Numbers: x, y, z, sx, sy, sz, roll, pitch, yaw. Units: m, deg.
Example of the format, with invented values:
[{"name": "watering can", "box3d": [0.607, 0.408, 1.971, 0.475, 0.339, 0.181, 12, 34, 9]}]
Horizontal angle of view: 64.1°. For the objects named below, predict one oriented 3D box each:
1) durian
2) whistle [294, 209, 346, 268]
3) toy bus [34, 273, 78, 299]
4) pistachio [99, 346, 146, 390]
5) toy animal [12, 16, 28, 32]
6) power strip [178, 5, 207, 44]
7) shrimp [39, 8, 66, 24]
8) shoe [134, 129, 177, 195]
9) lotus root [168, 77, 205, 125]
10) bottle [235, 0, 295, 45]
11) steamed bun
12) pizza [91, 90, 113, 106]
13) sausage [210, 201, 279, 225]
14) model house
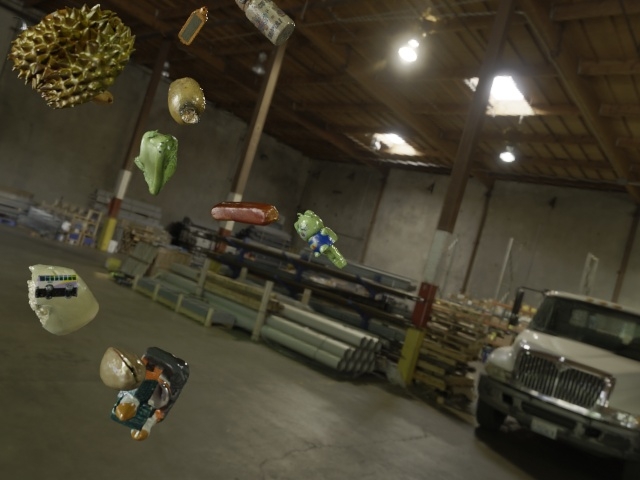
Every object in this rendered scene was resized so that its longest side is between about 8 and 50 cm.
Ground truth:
[{"name": "durian", "box3d": [-0.503, -0.360, 1.043, 0.186, 0.260, 0.154, 53, 16, 11]}, {"name": "whistle", "box3d": [0.000, 0.000, 1.641, 0.227, 0.085, 0.105, 50, -40, 2]}, {"name": "toy bus", "box3d": [-0.707, 0.121, 1.370, 0.102, 0.052, 0.058, 1, 49, -30]}, {"name": "pistachio", "box3d": [-0.528, 0.347, 1.376, 0.108, 0.126, 0.185, -24, 20, -39]}, {"name": "toy animal", "box3d": [-0.906, -0.650, 1.572, 0.050, 0.028, 0.084, 37, -12, 29]}, {"name": "power strip", "box3d": [-0.430, -0.737, 1.747, 0.049, 0.028, 0.178, 42, -42, -17]}, {"name": "shrimp", "box3d": [-0.569, -0.446, 1.175, 0.166, 0.161, 0.049, 13, -3, -6]}, {"name": "shoe", "box3d": [-0.557, -0.277, 1.762, 0.128, 0.140, 0.262, 38, -39, 2]}, {"name": "lotus root", "box3d": [-0.443, -0.453, 1.695, 0.118, 0.221, 0.125, 1, -39, -25]}, {"name": "bottle", "box3d": [-0.191, -0.748, 1.681, 0.209, 0.097, 0.110, 43, 21, 0]}, {"name": "steamed bun", "box3d": [-0.841, 0.191, 1.622, 0.200, 0.170, 0.225, 2, -48, 15]}, {"name": "pizza", "box3d": [-0.612, -0.418, 1.307, 0.161, 0.062, 0.182, 52, 9, 33]}, {"name": "sausage", "box3d": [-0.282, -0.104, 1.885, 0.300, 0.083, 0.089, 7, 25, 31]}, {"name": "model house", "box3d": [-0.595, 0.551, 1.738, 0.190, 0.271, 0.301, 31, 6, -8]}]
